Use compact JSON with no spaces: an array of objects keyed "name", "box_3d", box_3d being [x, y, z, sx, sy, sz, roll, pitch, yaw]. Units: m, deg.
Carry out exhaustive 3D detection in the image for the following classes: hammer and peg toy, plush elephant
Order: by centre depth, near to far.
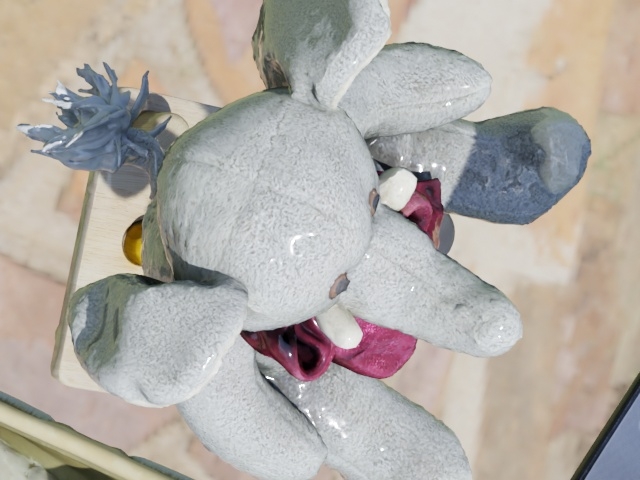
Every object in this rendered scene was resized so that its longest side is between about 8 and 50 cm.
[{"name":"plush elephant","box_3d":[0.000,0.000,1.043,0.330,0.255,0.272,27,88,-11]},{"name":"hammer and peg toy","box_3d":[-0.042,0.031,1.707,0.361,0.127,0.266,12,89,-29]}]

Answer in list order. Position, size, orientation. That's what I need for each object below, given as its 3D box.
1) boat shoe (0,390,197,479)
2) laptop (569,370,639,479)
[{"name":"boat shoe","box_3d":[-0.036,0.058,0.319,0.056,0.153,0.048,-48,148,-22]},{"name":"laptop","box_3d":[0.383,0.183,1.106,0.408,0.236,0.382,39,74,-12]}]
